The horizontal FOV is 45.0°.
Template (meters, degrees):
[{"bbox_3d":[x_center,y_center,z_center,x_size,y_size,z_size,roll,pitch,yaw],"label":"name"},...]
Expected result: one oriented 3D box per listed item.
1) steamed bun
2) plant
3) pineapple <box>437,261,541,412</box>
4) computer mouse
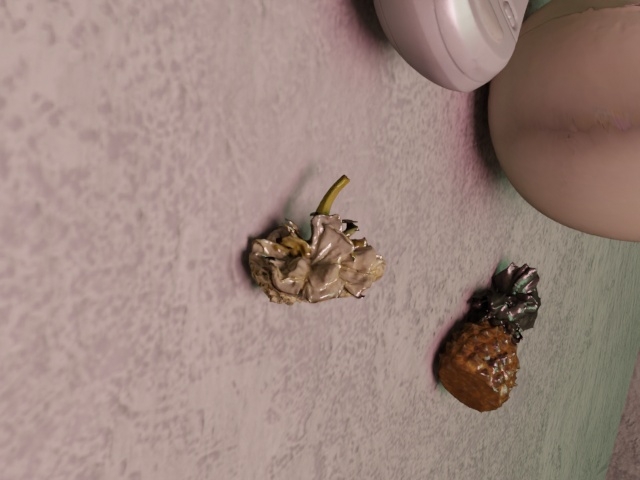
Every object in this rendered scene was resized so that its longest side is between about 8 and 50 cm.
[{"bbox_3d":[0.385,-0.156,0.917,0.334,0.374,0.333,-8,101,-45],"label":"steamed bun"},{"bbox_3d":[0.000,0.000,0.680,0.117,0.104,0.121,4,95,-45],"label":"plant"},{"bbox_3d":[0.253,0.129,1.108,0.237,0.111,0.119,-52,172,-37],"label":"pineapple"},{"bbox_3d":[0.126,-0.272,0.726,0.184,0.121,0.296,42,54,-42],"label":"computer mouse"}]
